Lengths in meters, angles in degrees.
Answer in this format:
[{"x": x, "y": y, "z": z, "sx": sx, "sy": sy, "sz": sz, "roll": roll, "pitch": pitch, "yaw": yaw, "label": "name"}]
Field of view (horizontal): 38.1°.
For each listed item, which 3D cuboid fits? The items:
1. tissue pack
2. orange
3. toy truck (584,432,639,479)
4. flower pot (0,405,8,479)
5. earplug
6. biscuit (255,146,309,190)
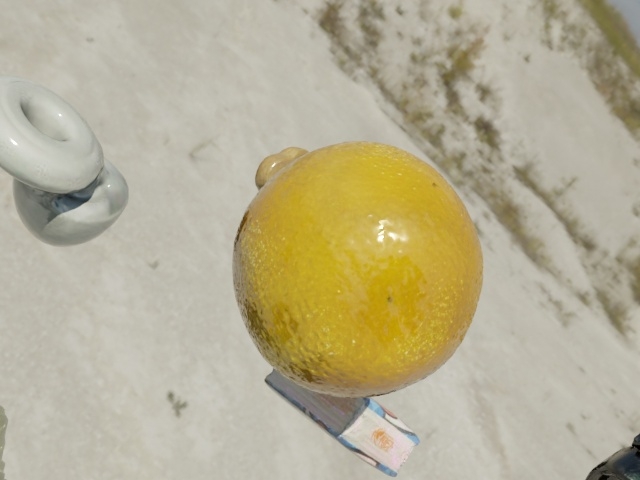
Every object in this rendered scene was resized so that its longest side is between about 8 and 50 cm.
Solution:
[{"x": 0.023, "y": 0.190, "z": 1.047, "sx": 0.155, "sy": 0.065, "sz": 0.115, "roll": 26, "pitch": -12, "yaw": 49, "label": "tissue pack"}, {"x": 0.031, "y": 0.024, "z": 0.796, "sx": 0.236, "sy": 0.236, "sz": 0.236, "roll": 42, "pitch": 8, "yaw": -7, "label": "orange"}, {"x": 0.217, "y": 0.184, "z": 0.422, "sx": 0.127, "sy": 0.127, "sz": 0.257, "roll": 23, "pitch": -48, "yaw": 51, "label": "toy truck"}, {"x": -0.561, "y": 0.300, "z": 1.393, "sx": 0.236, "sy": 0.140, "sz": 0.235, "roll": 14, "pitch": -20, "yaw": 5, "label": "flower pot"}, {"x": -0.420, "y": -0.114, "z": 1.422, "sx": 0.325, "sy": 0.175, "sz": 0.214, "roll": 67, "pitch": -2, "yaw": -55, "label": "earplug"}, {"x": 0.005, "y": -0.008, "z": 1.244, "sx": 0.047, "sy": 0.183, "sz": 0.319, "roll": 21, "pitch": -29, "yaw": 38, "label": "biscuit"}]
